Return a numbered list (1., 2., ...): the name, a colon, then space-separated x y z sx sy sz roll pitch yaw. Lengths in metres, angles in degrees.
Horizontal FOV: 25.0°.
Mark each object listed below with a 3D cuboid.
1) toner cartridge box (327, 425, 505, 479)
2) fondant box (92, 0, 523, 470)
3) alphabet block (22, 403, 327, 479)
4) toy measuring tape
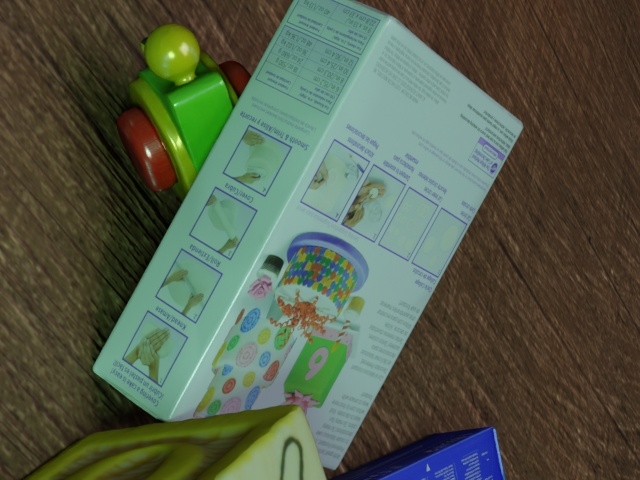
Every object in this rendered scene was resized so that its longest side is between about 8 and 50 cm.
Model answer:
1. toner cartridge box: 0.083 0.287 1.354 0.348 0.075 0.165 -6 86 -61
2. fondant box: 0.000 0.000 1.119 0.238 0.096 0.330 28 90 -55
3. alphabet block: -0.098 0.238 0.925 0.192 0.193 0.197 -34 109 -61
4. toy measuring tape: -0.087 -0.047 1.171 0.330 0.121 0.121 74 24 -44
